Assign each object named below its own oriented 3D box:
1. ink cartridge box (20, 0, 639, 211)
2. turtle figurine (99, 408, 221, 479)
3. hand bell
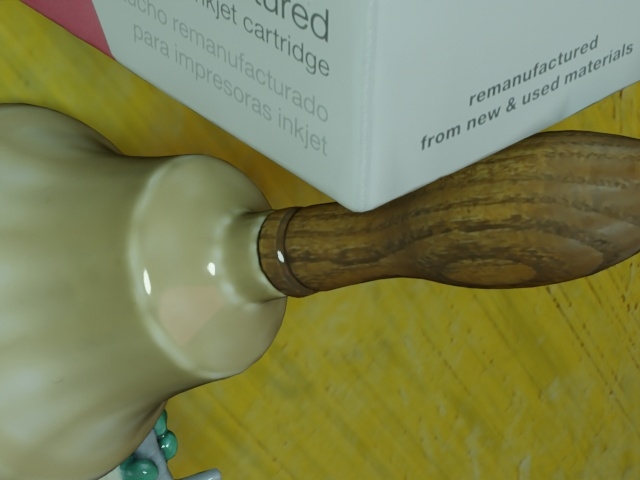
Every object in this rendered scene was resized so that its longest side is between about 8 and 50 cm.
[{"bbox_3d":[-0.013,-0.183,0.461,0.117,0.207,0.283,-26,134,-33],"label":"ink cartridge box"},{"bbox_3d":[-0.133,0.115,0.631,0.234,0.118,0.175,46,47,-39],"label":"turtle figurine"},{"bbox_3d":[0.000,0.000,0.544,0.126,0.242,0.126,15,70,-48],"label":"hand bell"}]
